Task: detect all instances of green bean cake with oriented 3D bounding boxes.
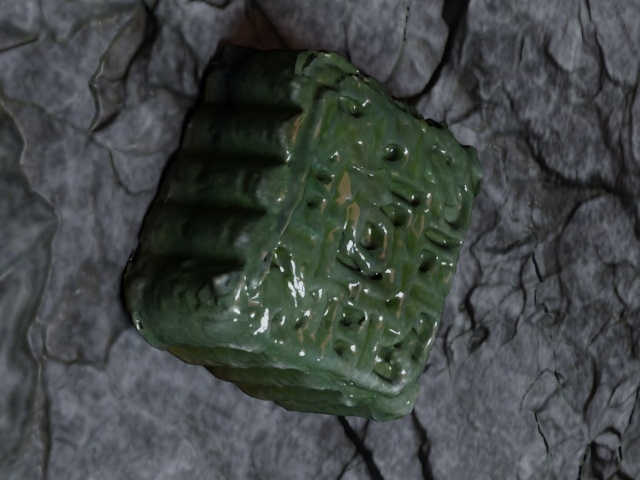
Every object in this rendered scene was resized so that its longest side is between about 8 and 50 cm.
[{"bbox_3d":[0.000,0.000,0.930,0.173,0.094,0.181,32,72,-43],"label":"green bean cake"}]
